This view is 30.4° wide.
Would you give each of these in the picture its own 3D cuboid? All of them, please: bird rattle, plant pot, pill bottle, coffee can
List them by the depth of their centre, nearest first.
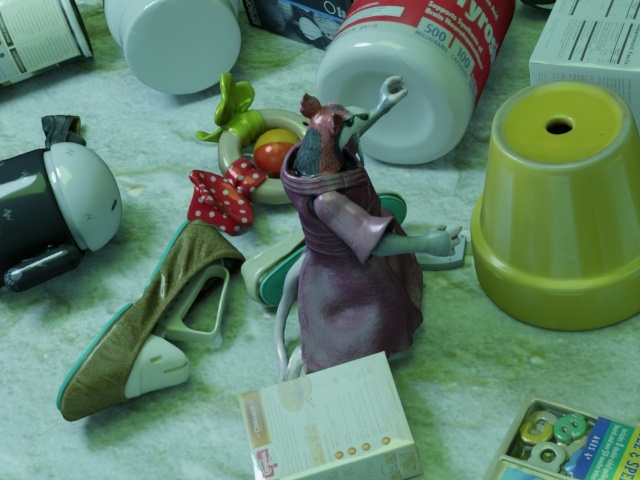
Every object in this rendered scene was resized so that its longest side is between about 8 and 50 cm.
[{"bbox_3d":[0.304,-0.058,1.448,0.254,0.239,0.254,-9,44,8],"label":"plant pot"},{"bbox_3d":[-0.090,-0.123,1.716,0.207,0.143,0.253,1,48,-6],"label":"bird rattle"},{"bbox_3d":[0.162,-0.326,1.758,0.229,0.229,0.407,7,50,23],"label":"pill bottle"},{"bbox_3d":[-0.261,-0.434,1.994,0.224,0.224,0.392,-18,44,-1],"label":"pill bottle"},{"bbox_3d":[-0.558,-0.367,2.032,0.275,0.201,0.201,-21,44,-4],"label":"coffee can"}]

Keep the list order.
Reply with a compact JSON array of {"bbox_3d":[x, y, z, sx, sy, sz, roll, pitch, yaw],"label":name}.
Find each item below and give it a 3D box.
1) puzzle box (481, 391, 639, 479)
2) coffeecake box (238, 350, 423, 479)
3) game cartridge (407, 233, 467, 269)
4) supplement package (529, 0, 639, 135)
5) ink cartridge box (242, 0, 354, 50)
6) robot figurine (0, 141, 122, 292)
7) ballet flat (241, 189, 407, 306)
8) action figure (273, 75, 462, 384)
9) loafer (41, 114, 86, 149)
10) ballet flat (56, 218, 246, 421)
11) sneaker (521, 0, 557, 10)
[{"bbox_3d":[0.257,0.357,1.187,0.272,0.052,0.409,15,53,28],"label":"puzzle box"},{"bbox_3d":[0.009,0.226,1.376,0.186,0.068,0.142,-17,44,0],"label":"coffeecake box"},{"bbox_3d":[0.153,0.016,1.579,0.083,0.017,0.056,0,43,16],"label":"game cartridge"},{"bbox_3d":[0.440,-0.211,1.583,0.263,0.199,0.198,9,49,24],"label":"supplement package"},{"bbox_3d":[-0.050,-0.413,1.954,0.333,0.165,0.065,26,59,35],"label":"ink cartridge box"},{"bbox_3d":[-0.424,-0.033,1.691,0.278,0.173,0.209,-21,87,-3],"label":"robot figurine"},{"bbox_3d":[0.000,0.000,1.601,0.248,0.086,0.086,-31,46,-13],"label":"ballet flat"},{"bbox_3d":[0.017,-0.028,1.410,0.276,0.370,0.248,-18,42,4],"label":"action figure"},{"bbox_3d":[-0.405,-0.152,1.878,0.061,0.062,0.170,-17,45,-7],"label":"loafer"},{"bbox_3d":[-0.202,0.114,1.539,0.124,0.116,0.342,25,52,12],"label":"ballet flat"},{"bbox_3d":[0.425,-0.464,1.904,0.271,0.108,0.100,-33,48,-14],"label":"sneaker"}]
